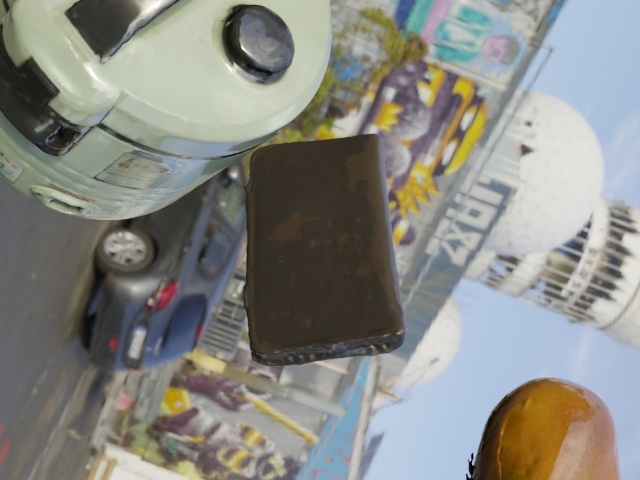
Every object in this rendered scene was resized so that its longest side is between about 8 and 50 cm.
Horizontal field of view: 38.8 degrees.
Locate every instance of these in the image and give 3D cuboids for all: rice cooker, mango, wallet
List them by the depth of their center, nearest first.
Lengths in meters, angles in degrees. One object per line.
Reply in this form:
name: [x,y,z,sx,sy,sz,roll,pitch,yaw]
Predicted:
mango: [0.133,0.159,0.561,0.084,0.105,0.159,-10,-149,45]
rice cooker: [-0.122,-0.137,0.592,0.244,0.226,0.226,-20,-136,52]
wallet: [0.000,0.000,0.988,0.042,0.165,0.310,75,8,-47]
